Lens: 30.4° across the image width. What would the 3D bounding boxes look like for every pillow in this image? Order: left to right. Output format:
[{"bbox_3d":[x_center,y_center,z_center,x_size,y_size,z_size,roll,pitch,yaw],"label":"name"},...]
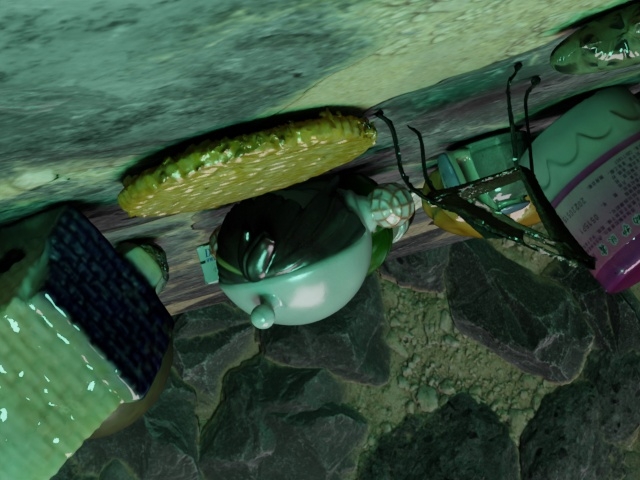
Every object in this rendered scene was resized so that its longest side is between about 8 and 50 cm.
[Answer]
[{"bbox_3d":[0.307,-0.183,0.955,0.241,0.051,0.093,-15,180,4],"label":"pillow"}]

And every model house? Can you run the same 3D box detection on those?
[{"bbox_3d":[-0.310,0.086,1.214,0.284,0.243,0.298,-40,-151,-15],"label":"model house"}]

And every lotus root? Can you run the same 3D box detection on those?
[{"bbox_3d":[-0.245,0.042,1.590,0.088,0.088,0.165,-14,165,-15],"label":"lotus root"}]

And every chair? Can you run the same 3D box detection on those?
[{"bbox_3d":[0.171,-0.050,1.140,0.149,0.213,0.174,-23,172,17],"label":"chair"}]

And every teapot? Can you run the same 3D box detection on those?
[{"bbox_3d":[0.222,-0.081,1.501,0.111,0.108,0.149,-19,175,15],"label":"teapot"}]

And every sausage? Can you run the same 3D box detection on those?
[{"bbox_3d":[0.257,-0.072,1.649,0.241,0.120,0.136,-14,160,-13],"label":"sausage"}]

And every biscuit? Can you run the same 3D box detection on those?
[{"bbox_3d":[-0.071,-0.071,1.112,0.254,0.035,0.254,-17,175,-1],"label":"biscuit"}]

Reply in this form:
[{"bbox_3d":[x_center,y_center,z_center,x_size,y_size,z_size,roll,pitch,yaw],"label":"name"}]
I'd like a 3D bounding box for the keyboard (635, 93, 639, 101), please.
[{"bbox_3d":[0.418,-0.181,1.551,0.061,0.013,0.204,-14,175,-23],"label":"keyboard"}]

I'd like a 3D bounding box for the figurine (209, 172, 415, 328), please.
[{"bbox_3d":[0.000,0.000,1.433,0.281,0.167,0.370,-14,-175,28],"label":"figurine"}]

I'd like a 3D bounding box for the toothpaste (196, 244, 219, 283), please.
[{"bbox_3d":[-0.069,0.019,1.932,0.089,0.071,0.313,-17,176,34],"label":"toothpaste"}]

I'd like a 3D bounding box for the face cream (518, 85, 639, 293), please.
[{"bbox_3d":[0.357,-0.061,1.409,0.175,0.195,0.175,-32,163,-11],"label":"face cream"}]

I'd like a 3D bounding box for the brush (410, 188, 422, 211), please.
[{"bbox_3d":[0.081,0.001,1.972,0.272,0.013,0.103,-42,164,22],"label":"brush"}]

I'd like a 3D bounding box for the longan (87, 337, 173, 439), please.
[{"bbox_3d":[-0.361,0.173,1.751,0.300,0.243,0.300,8,173,1],"label":"longan"}]
